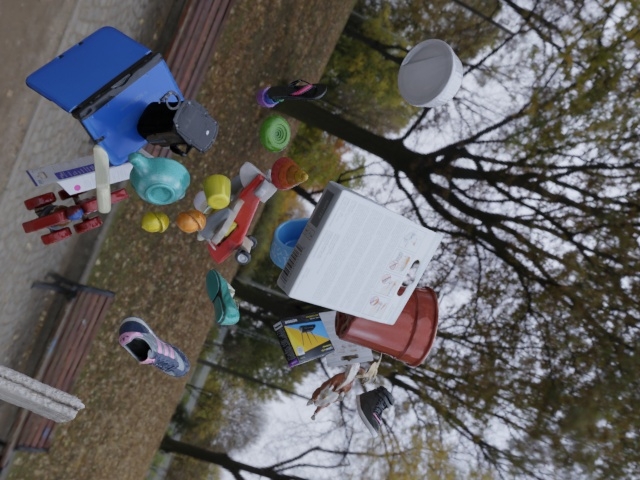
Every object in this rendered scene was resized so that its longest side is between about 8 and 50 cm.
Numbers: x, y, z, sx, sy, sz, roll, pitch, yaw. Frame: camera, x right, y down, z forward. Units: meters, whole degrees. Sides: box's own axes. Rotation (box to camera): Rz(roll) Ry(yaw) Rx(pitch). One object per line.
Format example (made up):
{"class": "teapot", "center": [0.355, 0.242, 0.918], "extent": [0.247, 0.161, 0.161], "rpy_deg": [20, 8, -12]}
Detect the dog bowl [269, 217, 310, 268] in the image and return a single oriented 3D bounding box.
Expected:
{"class": "dog bowl", "center": [0.000, 0.000, 1.505], "extent": [0.166, 0.297, 0.074], "rpy_deg": [-106, -165, -47]}

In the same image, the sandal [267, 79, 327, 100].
{"class": "sandal", "center": [-0.068, -0.445, 1.522], "extent": [0.040, 0.179, 0.067], "rpy_deg": [94, -12, -50]}

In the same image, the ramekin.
{"class": "ramekin", "center": [0.464, -0.680, 2.148], "extent": [0.273, 0.127, 0.272], "rpy_deg": [-5, -98, 44]}

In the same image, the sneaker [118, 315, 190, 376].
{"class": "sneaker", "center": [-0.587, 0.408, 1.820], "extent": [0.112, 0.319, 0.131], "rpy_deg": [-37, -151, 9]}

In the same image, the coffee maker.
{"class": "coffee maker", "center": [-0.370, -0.302, 1.295], "extent": [0.178, 0.171, 0.120], "rpy_deg": [10, -133, 39]}

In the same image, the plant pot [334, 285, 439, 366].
{"class": "plant pot", "center": [0.202, 0.250, 1.690], "extent": [0.272, 0.265, 0.272], "rpy_deg": [-165, -90, -78]}

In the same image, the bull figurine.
{"class": "bull figurine", "center": [0.057, 0.627, 2.186], "extent": [0.310, 0.101, 0.188], "rpy_deg": [-50, 171, 28]}

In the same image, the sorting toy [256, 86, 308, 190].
{"class": "sorting toy", "center": [-0.114, -0.334, 1.749], "extent": [0.127, 0.365, 0.126], "rpy_deg": [-32, -148, -34]}

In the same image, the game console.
{"class": "game console", "center": [-0.546, -0.381, 1.358], "extent": [0.293, 0.173, 0.250], "rpy_deg": [-53, 141, -30]}

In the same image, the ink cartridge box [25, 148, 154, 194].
{"class": "ink cartridge box", "center": [-0.754, -0.231, 1.716], "extent": [0.176, 0.371, 0.069], "rpy_deg": [32, -47, 45]}

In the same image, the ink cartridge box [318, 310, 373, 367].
{"class": "ink cartridge box", "center": [0.096, 0.391, 2.086], "extent": [0.066, 0.189, 0.232], "rpy_deg": [94, -13, -63]}

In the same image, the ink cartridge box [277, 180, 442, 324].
{"class": "ink cartridge box", "center": [0.115, 0.048, 1.408], "extent": [0.308, 0.385, 0.091], "rpy_deg": [-63, -145, 10]}

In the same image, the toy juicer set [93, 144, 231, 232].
{"class": "toy juicer set", "center": [-0.393, -0.114, 1.216], "extent": [0.209, 0.329, 0.089], "rpy_deg": [-45, -137, 34]}

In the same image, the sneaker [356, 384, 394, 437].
{"class": "sneaker", "center": [0.234, 0.683, 2.115], "extent": [0.147, 0.104, 0.296], "rpy_deg": [-29, -170, 3]}

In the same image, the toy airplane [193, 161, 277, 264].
{"class": "toy airplane", "center": [-0.328, -0.125, 1.903], "extent": [0.386, 0.273, 0.384], "rpy_deg": [132, -21, -74]}

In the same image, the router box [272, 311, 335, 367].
{"class": "router box", "center": [-0.047, 0.287, 1.523], "extent": [0.046, 0.179, 0.133], "rpy_deg": [-34, -108, 31]}

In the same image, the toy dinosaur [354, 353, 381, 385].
{"class": "toy dinosaur", "center": [0.189, 0.472, 1.876], "extent": [0.183, 0.053, 0.092], "rpy_deg": [-29, 135, -48]}

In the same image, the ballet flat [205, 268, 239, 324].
{"class": "ballet flat", "center": [-0.329, 0.198, 1.766], "extent": [0.083, 0.087, 0.247], "rpy_deg": [-54, -142, 22]}

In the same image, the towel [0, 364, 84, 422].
{"class": "towel", "center": [-0.668, 0.324, 1.138], "extent": [0.187, 0.282, 0.049], "rpy_deg": [-34, -150, 49]}

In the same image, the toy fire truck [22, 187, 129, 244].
{"class": "toy fire truck", "center": [-0.853, -0.106, 1.797], "extent": [0.254, 0.169, 0.302], "rpy_deg": [-10, -166, 37]}
